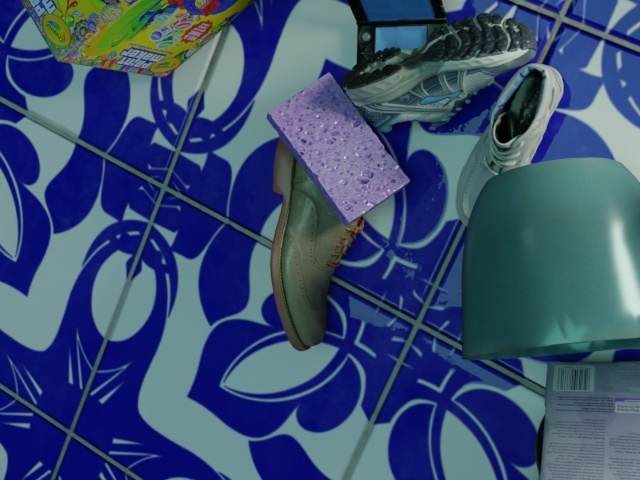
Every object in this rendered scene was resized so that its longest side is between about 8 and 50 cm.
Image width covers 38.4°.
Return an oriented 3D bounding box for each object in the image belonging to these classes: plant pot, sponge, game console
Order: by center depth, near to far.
[{"bbox_3d":[0.320,0.026,1.203,0.293,0.293,0.235,-9,79,23],"label":"plant pot"},{"bbox_3d":[0.111,-0.311,1.361,0.144,0.085,0.124,4,95,23],"label":"game console"},{"bbox_3d":[0.025,-0.137,1.366,0.117,0.031,0.210,-34,82,-15],"label":"sponge"}]

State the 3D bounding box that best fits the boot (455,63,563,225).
[{"bbox_3d":[0.253,-0.132,1.295,0.095,0.123,0.258,27,104,19],"label":"boot"}]

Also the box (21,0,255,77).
[{"bbox_3d":[-0.260,-0.410,1.398,0.279,0.290,0.177,-35,81,22],"label":"box"}]

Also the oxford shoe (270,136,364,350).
[{"bbox_3d":[0.000,0.000,1.414,0.130,0.123,0.348,1,95,17],"label":"oxford shoe"}]

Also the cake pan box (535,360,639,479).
[{"bbox_3d":[0.418,0.282,1.217,0.267,0.070,0.246,-3,52,22],"label":"cake pan box"}]

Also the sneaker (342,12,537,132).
[{"bbox_3d":[0.181,-0.235,1.329,0.283,0.110,0.122,-11,132,27],"label":"sneaker"}]
